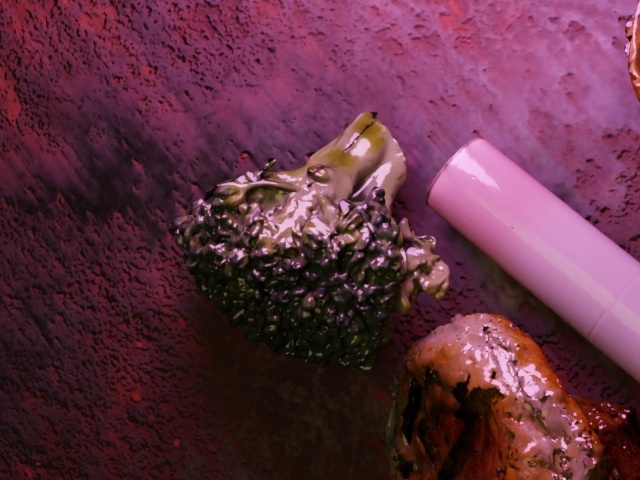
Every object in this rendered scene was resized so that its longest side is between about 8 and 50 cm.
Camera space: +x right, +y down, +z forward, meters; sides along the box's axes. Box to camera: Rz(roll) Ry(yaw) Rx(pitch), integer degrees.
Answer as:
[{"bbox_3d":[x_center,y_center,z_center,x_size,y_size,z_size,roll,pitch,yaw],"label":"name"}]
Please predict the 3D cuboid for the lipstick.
[{"bbox_3d":[0.246,0.035,1.380,0.327,0.087,0.087,41,103,18],"label":"lipstick"}]

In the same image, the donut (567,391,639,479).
[{"bbox_3d":[0.303,0.235,1.342,0.295,0.112,0.151,14,91,22],"label":"donut"}]

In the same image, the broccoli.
[{"bbox_3d":[0.000,0.000,1.448,0.288,0.248,0.245,34,65,29],"label":"broccoli"}]

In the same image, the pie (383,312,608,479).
[{"bbox_3d":[0.140,0.200,1.352,0.308,0.085,0.308,-179,90,-64],"label":"pie"}]

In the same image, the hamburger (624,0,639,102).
[{"bbox_3d":[0.383,-0.169,1.321,0.231,0.107,0.231,1,93,25],"label":"hamburger"}]
